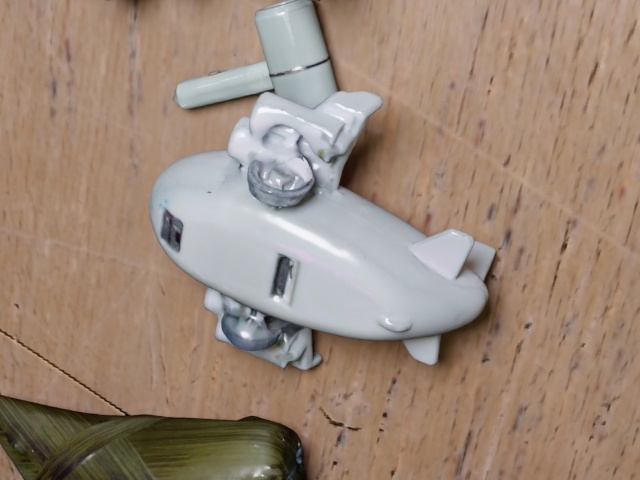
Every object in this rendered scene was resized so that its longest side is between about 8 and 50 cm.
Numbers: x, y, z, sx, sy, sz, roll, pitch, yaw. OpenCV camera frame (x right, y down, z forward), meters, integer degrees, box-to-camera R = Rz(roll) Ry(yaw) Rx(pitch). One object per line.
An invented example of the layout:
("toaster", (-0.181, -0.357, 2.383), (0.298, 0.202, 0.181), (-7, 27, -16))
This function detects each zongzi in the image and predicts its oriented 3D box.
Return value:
("zongzi", (-0.148, 0.167, 1.099), (0.221, 0.112, 0.242), (-35, 96, 24))

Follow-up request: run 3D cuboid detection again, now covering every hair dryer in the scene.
("hair dryer", (-0.058, -0.130, 1.014), (0.137, 0.047, 0.082), (-11, 104, 25))

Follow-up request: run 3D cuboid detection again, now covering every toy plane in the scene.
("toy plane", (-0.002, 0.003, 0.999), (0.266, 0.123, 0.267), (11, 128, 14))
